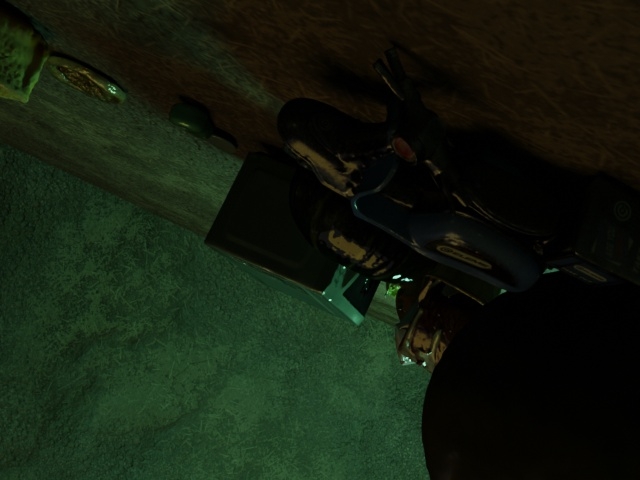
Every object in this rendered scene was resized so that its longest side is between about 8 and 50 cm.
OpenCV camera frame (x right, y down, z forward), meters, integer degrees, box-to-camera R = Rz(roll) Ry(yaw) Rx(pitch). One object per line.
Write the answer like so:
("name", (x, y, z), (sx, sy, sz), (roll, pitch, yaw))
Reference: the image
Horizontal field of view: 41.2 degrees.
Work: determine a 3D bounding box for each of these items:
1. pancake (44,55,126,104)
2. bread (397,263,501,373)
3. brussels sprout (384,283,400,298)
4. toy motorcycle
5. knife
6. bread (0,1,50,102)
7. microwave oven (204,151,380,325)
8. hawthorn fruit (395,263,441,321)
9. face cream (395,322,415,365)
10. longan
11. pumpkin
("pancake", (-0.371, -0.253, 1.346), (0.139, 0.022, 0.139), (23, 172, 4))
("bread", (0.216, 0.116, 1.372), (0.142, 0.212, 0.224), (27, 172, 9))
("brussels sprout", (0.184, 0.091, 1.887), (0.085, 0.058, 0.085), (-3, 151, -2))
("toy motorcycle", (0.130, -0.057, 0.832), (0.358, 0.125, 0.212), (24, 164, -14))
("knife", (-0.168, -0.165, 1.333), (0.063, 0.035, 0.260), (16, 177, 12))
("bread", (-0.520, -0.300, 1.168), (0.274, 0.114, 0.185), (31, 173, -34))
("microwave oven", (-0.017, -0.003, 1.377), (0.237, 0.181, 0.295), (24, 172, 18))
("hawthorn fruit", (0.226, 0.115, 1.627), (0.189, 0.149, 0.149), (12, 180, -31))
("face cream", (0.267, 0.163, 1.521), (0.269, 0.073, 0.107), (-11, 144, 1))
("longan", (0.348, 0.235, 1.095), (0.436, 0.404, 0.404), (-10, -171, -27))
("pumpkin", (0.061, -0.037, 1.038), (0.211, 0.152, 0.211), (21, -170, -4))
